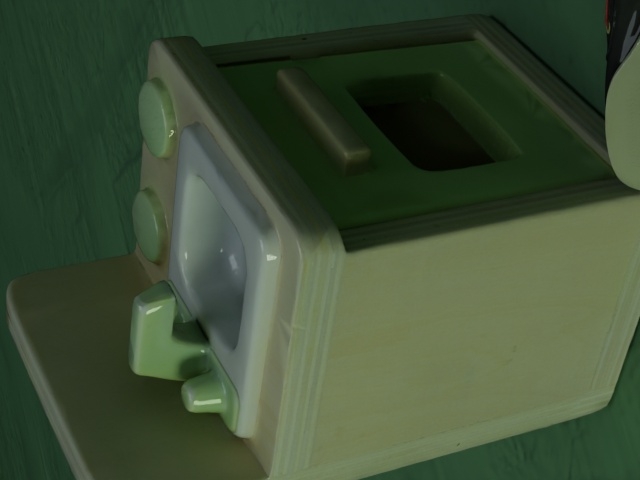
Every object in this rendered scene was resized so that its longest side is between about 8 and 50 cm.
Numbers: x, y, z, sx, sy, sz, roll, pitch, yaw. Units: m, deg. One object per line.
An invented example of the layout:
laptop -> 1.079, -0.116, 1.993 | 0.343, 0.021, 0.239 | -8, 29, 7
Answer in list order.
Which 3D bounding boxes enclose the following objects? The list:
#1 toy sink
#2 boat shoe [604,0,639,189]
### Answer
toy sink -> 0.000, 0.000, 0.595 | 0.153, 0.234, 0.131 | 54, 145, 44
boat shoe -> 0.128, -0.080, 0.522 | 0.042, 0.049, 0.133 | -88, -3, -57
